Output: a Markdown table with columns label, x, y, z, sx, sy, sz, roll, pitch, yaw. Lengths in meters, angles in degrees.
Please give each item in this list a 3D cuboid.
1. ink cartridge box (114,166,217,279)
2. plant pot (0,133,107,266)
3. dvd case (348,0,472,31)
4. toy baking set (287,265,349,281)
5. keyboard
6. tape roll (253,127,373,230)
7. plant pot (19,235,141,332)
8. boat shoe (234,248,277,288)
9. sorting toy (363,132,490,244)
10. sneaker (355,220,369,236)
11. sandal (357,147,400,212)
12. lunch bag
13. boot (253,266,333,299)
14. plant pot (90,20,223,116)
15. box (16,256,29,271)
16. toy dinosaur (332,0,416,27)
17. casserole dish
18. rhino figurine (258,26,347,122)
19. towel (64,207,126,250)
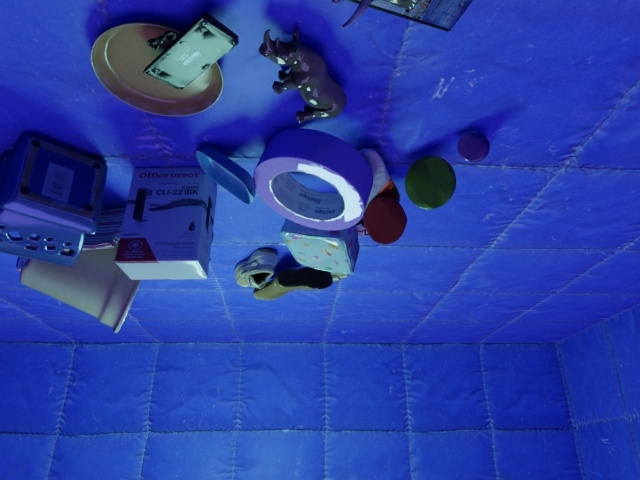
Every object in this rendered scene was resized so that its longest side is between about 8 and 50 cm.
| label | x | y | z | sx | sy | sz | roll | pitch | yaw |
| --- | --- | --- | --- | --- | --- | --- | --- | --- | --- |
| ink cartridge box | -0.379 | -0.047 | 1.227 | 0.197 | 0.273 | 0.114 | -1 | 152 | 1 |
| plant pot | -0.653 | -0.099 | 1.162 | 0.236 | 0.236 | 0.212 | 22 | 141 | -39 |
| dvd case | 0.135 | -0.418 | 0.728 | 0.253 | 0.022 | 0.180 | 8 | 155 | -18 |
| toy baking set | -0.019 | 0.127 | 1.904 | 0.256 | 0.030 | 0.196 | -19 | 147 | 35 |
| keyboard | -0.237 | -0.329 | 0.839 | 0.180 | 0.023 | 0.108 | -22 | 154 | 36 |
| tape roll | -0.017 | -0.137 | 1.158 | 0.274 | 0.090 | 0.275 | 16 | 152 | 9 |
| plant pot | -0.707 | 0.077 | 1.481 | 0.305 | 0.334 | 0.334 | 23 | 148 | -21 |
| boat shoe | -0.246 | 0.127 | 1.809 | 0.109 | 0.098 | 0.302 | 13 | 152 | -26 |
| sorting toy | 0.274 | -0.126 | 1.215 | 0.365 | 0.127 | 0.126 | -42 | 161 | 28 |
| sneaker | 0.126 | -0.043 | 1.520 | 0.109 | 0.040 | 0.043 | 15 | 149 | -31 |
| sandal | 0.134 | -0.157 | 1.240 | 0.102 | 0.076 | 0.265 | -23 | 142 | 3 |
| lunch bag | 0.000 | 0.000 | 1.504 | 0.224 | 0.108 | 0.279 | 11 | 155 | 16 |
| boot | -0.111 | 0.169 | 1.875 | 0.236 | 0.089 | 0.269 | 5 | 161 | -23 |
| plant pot | -0.301 | -0.322 | 0.915 | 0.236 | 0.032 | 0.236 | 0 | 155 | 0 |
| box | -0.983 | 0.067 | 1.683 | 0.136 | 0.081 | 0.028 | 1 | 155 | -5 |
| toy dinosaur | 0.138 | -0.397 | 0.572 | 0.121 | 0.160 | 0.313 | 21 | 134 | -31 |
| casserole dish | -0.221 | -0.160 | 1.168 | 0.188 | 0.037 | 0.114 | 36 | 159 | 16 |
| rhino figurine | -0.032 | -0.307 | 0.907 | 0.106 | 0.073 | 0.243 | -9 | 153 | 26 |
| towel | -0.613 | -0.039 | 1.358 | 0.144 | 0.197 | 0.029 | -3 | 126 | 4 |
